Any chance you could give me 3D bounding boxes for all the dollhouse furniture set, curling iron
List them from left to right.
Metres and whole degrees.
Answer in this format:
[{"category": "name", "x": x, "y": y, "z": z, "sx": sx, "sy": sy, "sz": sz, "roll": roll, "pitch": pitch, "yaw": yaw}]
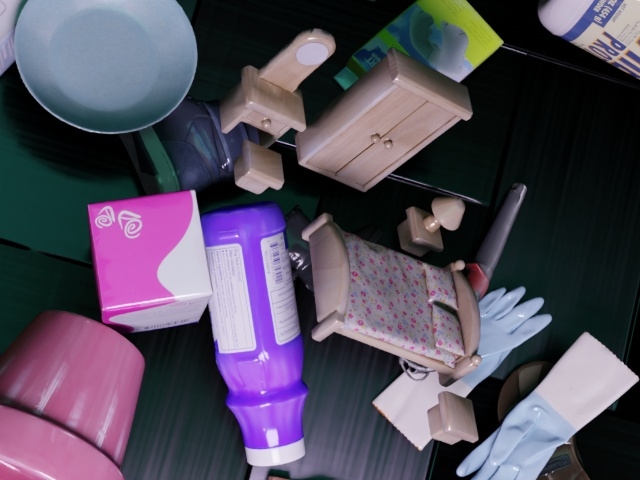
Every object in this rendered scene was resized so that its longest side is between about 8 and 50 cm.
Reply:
[{"category": "dollhouse furniture set", "x": 0.069, "y": -0.009, "z": 1.356, "sx": 0.303, "sy": 0.174, "sz": 0.355, "roll": 22, "pitch": 46, "yaw": -35}, {"category": "curling iron", "x": 0.168, "y": 0.041, "z": 1.524, "sx": 0.068, "sy": 0.035, "sz": 0.274, "roll": 26, "pitch": 72, "yaw": 24}]

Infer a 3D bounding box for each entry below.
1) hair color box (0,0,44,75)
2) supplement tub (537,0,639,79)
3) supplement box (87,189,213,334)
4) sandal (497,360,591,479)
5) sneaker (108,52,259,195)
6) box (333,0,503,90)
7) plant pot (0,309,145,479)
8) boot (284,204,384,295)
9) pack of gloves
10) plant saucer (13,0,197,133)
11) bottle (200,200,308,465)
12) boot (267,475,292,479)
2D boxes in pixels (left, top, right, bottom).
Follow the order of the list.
[{"category": "hair color box", "x": -0.385, "y": -0.299, "z": 1.457, "sx": 0.185, "sy": 0.113, "sz": 0.374, "roll": 40, "pitch": 77, "yaw": -1}, {"category": "supplement tub", "x": 0.444, "y": -0.283, "z": 1.529, "sx": 0.325, "sy": 0.235, "sz": 0.235, "roll": 27, "pitch": 77, "yaw": -4}, {"category": "supplement box", "x": -0.182, "y": 0.028, "z": 1.380, "sx": 0.111, "sy": 0.220, "sz": 0.114, "roll": -8, "pitch": 82, "yaw": -11}, {"category": "sandal", "x": 0.263, "y": 0.245, "z": 1.494, "sx": 0.090, "sy": 0.060, "sz": 0.219, "roll": -20, "pitch": 65, "yaw": 1}, {"category": "sneaker", "x": -0.153, "y": -0.157, "z": 1.490, "sx": 0.163, "sy": 0.086, "sz": 0.226, "roll": -21, "pitch": 76, "yaw": -21}, {"category": "box", "x": 0.116, "y": -0.216, "z": 1.563, "sx": 0.178, "sy": 0.042, "sz": 0.109, "roll": -42, "pitch": 89, "yaw": -14}, {"category": "plant pot", "x": -0.276, "y": 0.180, "z": 1.363, "sx": 0.201, "sy": 0.201, "sz": 0.180, "roll": 26, "pitch": 62, "yaw": -4}, {"category": "boot", "x": 0.000, "y": 0.000, "z": 1.507, "sx": 0.099, "sy": 0.045, "sz": 0.121, "roll": 44, "pitch": 78, "yaw": 3}, {"category": "pack of gloves", "x": 0.210, "y": 0.176, "z": 1.496, "sx": 0.232, "sy": 0.046, "sz": 0.195, "roll": -42, "pitch": 66, "yaw": -9}, {"category": "plant saucer", "x": -0.232, "y": -0.201, "z": 1.416, "sx": 0.195, "sy": 0.037, "sz": 0.195, "roll": 4, "pitch": 74, "yaw": -15}, {"category": "bottle", "x": -0.069, "y": 0.101, "z": 1.435, "sx": 0.092, "sy": 0.118, "sz": 0.283, "roll": -7, "pitch": 96, "yaw": 12}, {"category": "boot", "x": -0.024, "y": 0.327, "z": 1.450, "sx": 0.106, "sy": 0.037, "sz": 0.114, "roll": 12, "pitch": 75, "yaw": 6}]
